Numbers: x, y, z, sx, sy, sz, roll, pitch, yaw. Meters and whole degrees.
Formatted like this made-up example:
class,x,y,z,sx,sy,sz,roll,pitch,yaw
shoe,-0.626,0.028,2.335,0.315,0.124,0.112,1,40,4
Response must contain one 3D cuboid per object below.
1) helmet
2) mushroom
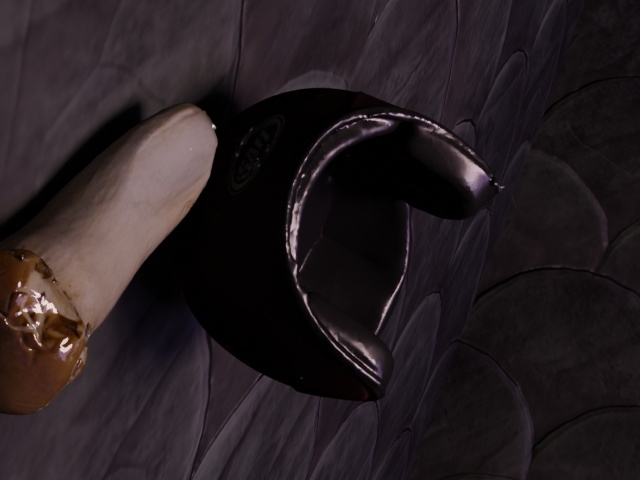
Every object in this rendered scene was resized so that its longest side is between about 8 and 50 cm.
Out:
class,x,y,z,sx,sy,sz,roll,pitch,yaw
helmet,0.000,0.000,0.730,0.189,0.193,0.216,-59,156,-21
mushroom,-0.118,-0.004,0.573,0.084,0.071,0.209,62,36,-24
